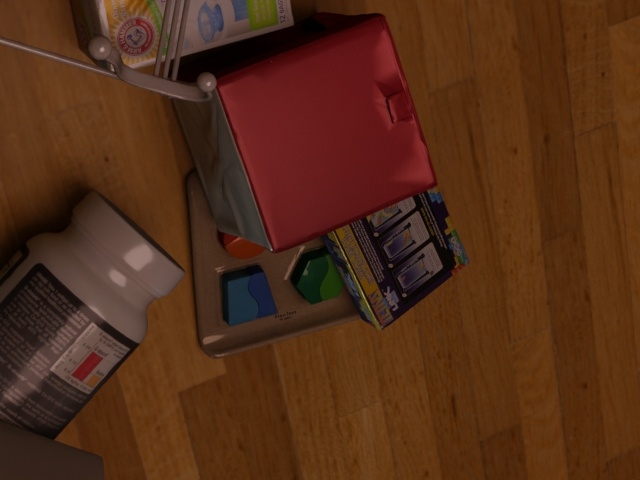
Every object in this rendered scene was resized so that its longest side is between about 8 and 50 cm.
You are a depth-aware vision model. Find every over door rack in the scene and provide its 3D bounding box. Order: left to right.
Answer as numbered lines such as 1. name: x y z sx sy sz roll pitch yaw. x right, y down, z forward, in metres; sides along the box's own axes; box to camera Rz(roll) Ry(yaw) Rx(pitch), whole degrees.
1. over door rack: -0.231 -0.273 1.403 0.324 0.108 0.240 12 76 -16

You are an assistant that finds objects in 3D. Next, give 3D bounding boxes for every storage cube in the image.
1. storage cube: -0.022 -0.114 1.617 0.193 0.183 0.215 -23 106 -18

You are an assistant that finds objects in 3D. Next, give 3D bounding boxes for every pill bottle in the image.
1. pill bottle: -0.278 0.093 1.608 0.278 0.162 0.162 -47 125 -1

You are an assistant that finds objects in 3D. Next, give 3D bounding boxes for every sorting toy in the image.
1. sorting toy: 0.000 0.000 1.788 0.307 0.041 0.229 -15 118 -22

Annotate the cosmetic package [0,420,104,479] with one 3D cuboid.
1. cosmetic package: -0.399 0.393 1.508 0.230 0.161 0.453 23 106 -16

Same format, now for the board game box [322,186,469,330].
1. board game box: 0.081 -0.005 1.791 0.141 0.048 0.170 -35 124 -16

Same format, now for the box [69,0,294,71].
1. box: -0.143 -0.253 1.561 0.203 0.103 0.114 -18 118 -20
